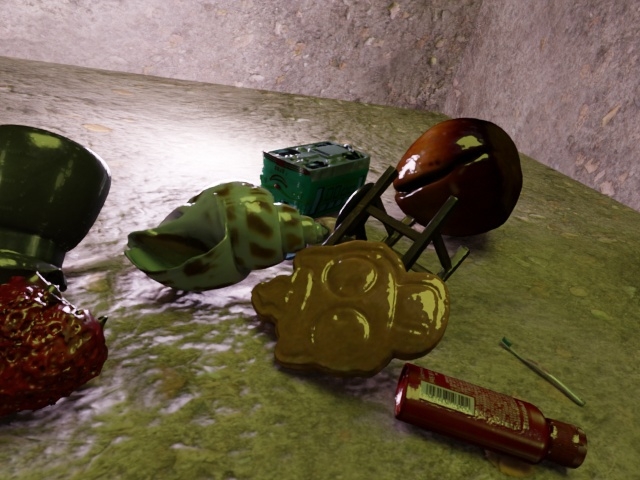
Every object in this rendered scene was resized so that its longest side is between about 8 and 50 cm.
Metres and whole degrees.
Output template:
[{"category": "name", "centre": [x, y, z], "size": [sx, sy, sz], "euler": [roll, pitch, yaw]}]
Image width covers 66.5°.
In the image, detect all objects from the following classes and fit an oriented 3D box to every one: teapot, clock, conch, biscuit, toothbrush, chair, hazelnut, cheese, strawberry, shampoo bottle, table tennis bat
[{"category": "teapot", "centre": [-0.539, -0.033, 0.821], "size": [0.306, 0.223, 0.284], "euler": [11, 69, -17]}, {"category": "clock", "centre": [-0.012, -0.014, 1.202], "size": [0.074, 0.010, 0.083], "euler": [10, 41, 6]}, {"category": "conch", "centre": [-0.185, -0.006, 0.983], "size": [0.369, 0.197, 0.249], "euler": [-19, 36, 14]}, {"category": "biscuit", "centre": [0.042, 0.112, 0.890], "size": [0.377, 0.051, 0.269], "euler": [1, 57, 18]}, {"category": "toothbrush", "centre": [0.471, 0.278, 1.045], "size": [0.017, 0.022, 0.204], "euler": [-13, 42, -38]}, {"category": "chair", "centre": [0.117, 0.086, 1.063], "size": [0.203, 0.416, 0.240], "euler": [35, -12, 31]}, {"category": "hazelnut", "centre": [0.443, -0.187, 1.549], "size": [0.403, 0.401, 0.429], "euler": [25, 30, 17]}, {"category": "cheese", "centre": [0.000, 0.000, 1.250], "size": [0.286, 0.074, 0.189], "euler": [-13, 38, -37]}, {"category": "strawberry", "centre": [-0.404, 0.148, 0.660], "size": [0.186, 0.184, 0.201], "euler": [50, 54, -7]}, {"category": "shampoo bottle", "centre": [0.283, 0.303, 0.833], "size": [0.315, 0.076, 0.118], "euler": [18, 23, 2]}, {"category": "table tennis bat", "centre": [0.088, -0.046, 1.127], "size": [0.027, 0.236, 0.150], "euler": [36, 76, 21]}]

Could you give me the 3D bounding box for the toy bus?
[{"category": "toy bus", "centre": [-0.021, -0.172, 1.420], "size": [0.184, 0.199, 0.344], "euler": [29, 30, 29]}]
